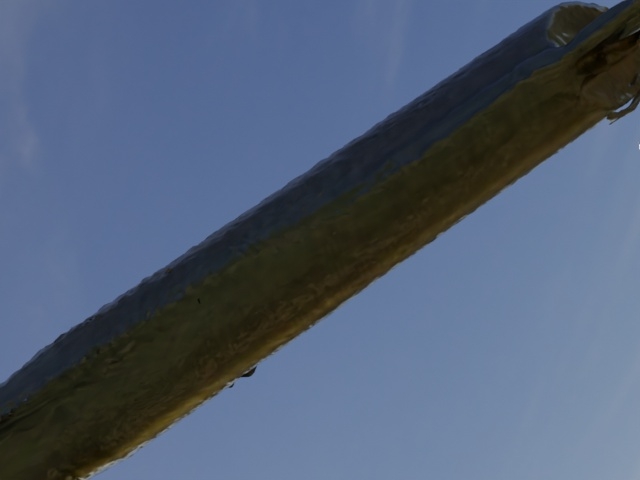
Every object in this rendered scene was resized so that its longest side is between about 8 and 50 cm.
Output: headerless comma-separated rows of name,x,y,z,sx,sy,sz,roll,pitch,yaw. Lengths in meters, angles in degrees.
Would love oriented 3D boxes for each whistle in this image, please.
whistle,0.001,0.001,0.601,0.326,0.057,0.068,-34,-4,2
